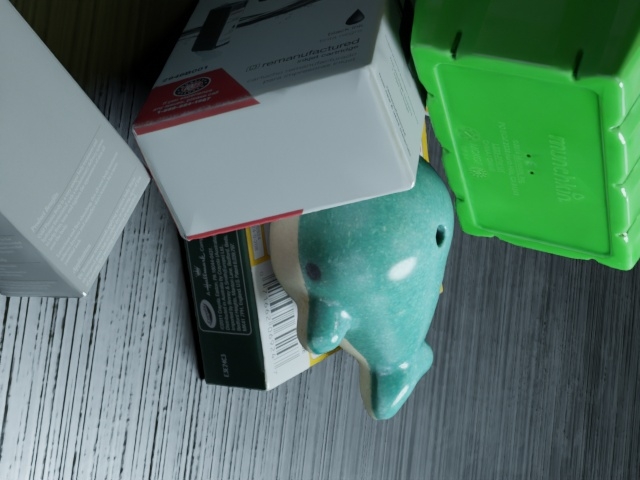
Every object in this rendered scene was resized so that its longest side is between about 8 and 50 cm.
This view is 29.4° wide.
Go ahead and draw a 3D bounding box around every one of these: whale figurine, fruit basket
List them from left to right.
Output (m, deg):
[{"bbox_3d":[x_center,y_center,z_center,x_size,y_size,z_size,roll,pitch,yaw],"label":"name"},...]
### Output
[{"bbox_3d":[0.062,0.036,1.114,0.216,0.141,0.272,-45,126,-44],"label":"whale figurine"},{"bbox_3d":[0.222,-0.213,1.083,0.392,0.283,0.392,-45,142,-51],"label":"fruit basket"}]

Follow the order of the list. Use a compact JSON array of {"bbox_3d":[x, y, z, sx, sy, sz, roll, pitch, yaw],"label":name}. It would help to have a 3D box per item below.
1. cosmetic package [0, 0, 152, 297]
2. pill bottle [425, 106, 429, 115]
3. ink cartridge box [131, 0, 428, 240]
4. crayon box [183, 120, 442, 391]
[{"bbox_3d":[-0.239,-0.075,0.868,0.238,0.107,0.127,53,49,-37],"label":"cosmetic package"},{"bbox_3d":[0.132,-0.233,1.327,0.278,0.162,0.162,48,54,-43],"label":"pill bottle"},{"bbox_3d":[-0.018,-0.137,1.023,0.273,0.197,0.114,-76,149,-56],"label":"ink cartridge box"},{"bbox_3d":[0.000,0.000,1.219,0.323,0.083,0.203,-22,109,-51],"label":"crayon box"}]
